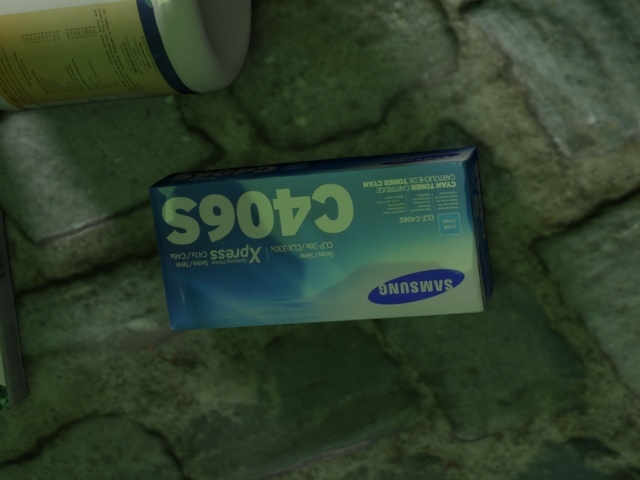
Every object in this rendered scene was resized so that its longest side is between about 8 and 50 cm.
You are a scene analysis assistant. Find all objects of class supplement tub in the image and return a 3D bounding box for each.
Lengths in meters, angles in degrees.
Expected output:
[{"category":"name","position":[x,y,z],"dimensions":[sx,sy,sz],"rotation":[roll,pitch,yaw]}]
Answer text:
[{"category":"supplement tub","position":[-0.248,-0.250,1.488],"dimensions":[0.316,0.228,0.228],"rotation":[-3,103,15]}]

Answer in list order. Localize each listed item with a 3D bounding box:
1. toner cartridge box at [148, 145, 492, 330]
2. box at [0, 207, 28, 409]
[{"category":"toner cartridge box","position":[0.000,0.000,1.568],"dimensions":[0.347,0.075,0.165],"rotation":[-5,104,15]},{"category":"box","position":[-0.515,0.084,1.731],"dimensions":[0.321,0.058,0.232],"rotation":[-2,103,16]}]
